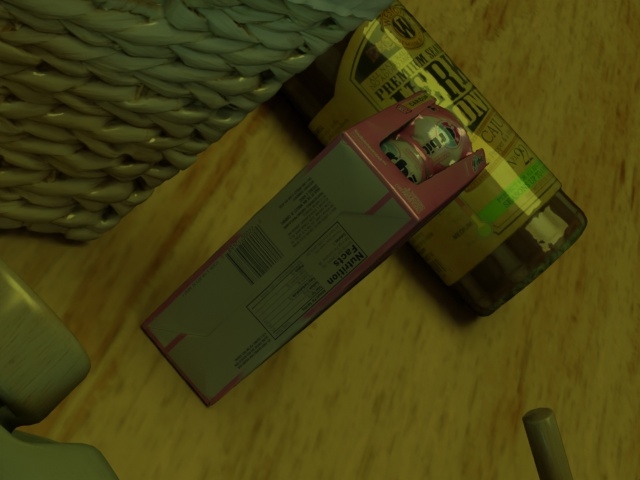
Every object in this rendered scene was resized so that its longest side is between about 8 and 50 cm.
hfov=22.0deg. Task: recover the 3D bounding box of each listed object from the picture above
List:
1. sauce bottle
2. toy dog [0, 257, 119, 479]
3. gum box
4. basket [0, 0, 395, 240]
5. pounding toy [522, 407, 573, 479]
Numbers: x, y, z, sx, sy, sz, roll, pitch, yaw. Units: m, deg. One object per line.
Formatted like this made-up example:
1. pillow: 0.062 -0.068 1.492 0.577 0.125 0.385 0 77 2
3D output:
1. sauce bottle: 0.039 -0.104 1.160 0.344 0.111 0.111 47 30 0
2. toy dog: -0.082 0.156 0.617 0.333 0.220 0.161 60 -4 20
3. gum box: 0.000 0.000 0.911 0.062 0.188 0.107 50 31 3
4. basket: -0.188 -0.200 0.825 0.328 0.266 0.331 9 47 -47
5. pounding toy: 0.058 0.219 0.808 0.237 0.110 0.183 -45 113 -45
